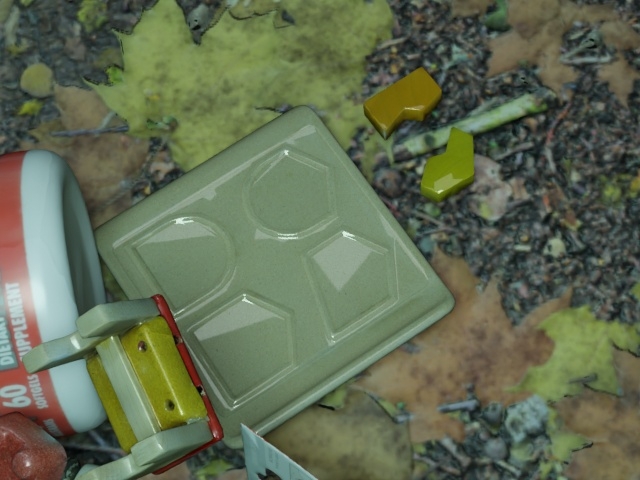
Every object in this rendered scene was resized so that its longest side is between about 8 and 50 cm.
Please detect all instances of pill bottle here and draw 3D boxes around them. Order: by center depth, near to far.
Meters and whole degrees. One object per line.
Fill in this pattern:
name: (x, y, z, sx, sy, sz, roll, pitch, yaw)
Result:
pill bottle: (-0.345, 0.065, 0.981, 0.363, 0.210, 0.210, -11, 69, -2)

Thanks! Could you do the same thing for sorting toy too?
sorting toy: (0.000, 0.000, 1.092, 0.307, 0.041, 0.229, -32, 67, -10)

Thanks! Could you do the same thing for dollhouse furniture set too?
dollhouse furniture set: (-0.089, 0.240, 0.871, 0.201, 0.152, 0.374, -32, 76, 29)

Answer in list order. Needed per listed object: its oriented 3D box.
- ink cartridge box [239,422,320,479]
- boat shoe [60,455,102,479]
ink cartridge box: (0.055, 0.205, 0.929, 0.232, 0.189, 0.066, 39, 68, 18)
boat shoe: (-0.242, 0.287, 0.952, 0.091, 0.109, 0.305, 19, 65, 9)
